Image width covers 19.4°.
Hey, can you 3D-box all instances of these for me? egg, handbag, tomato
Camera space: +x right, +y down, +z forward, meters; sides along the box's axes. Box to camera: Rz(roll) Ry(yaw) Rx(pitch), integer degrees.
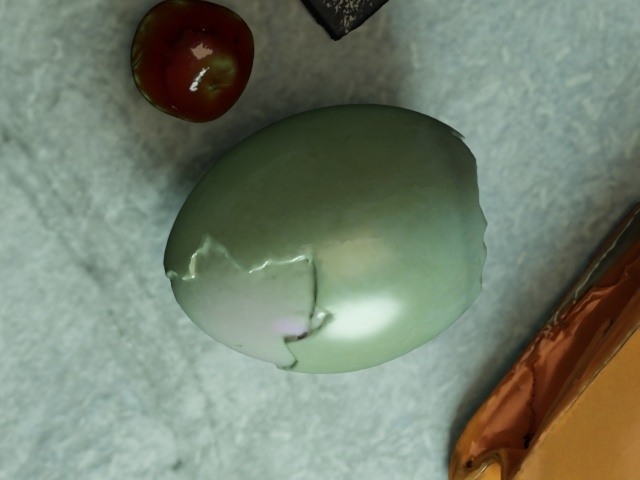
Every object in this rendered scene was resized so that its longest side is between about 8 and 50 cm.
[{"bbox_3d":[0.000,0.000,1.277,0.217,0.183,0.183,-7,106,-8],"label":"egg"},{"bbox_3d":[0.323,0.195,1.469,0.410,0.116,0.303,39,87,-23],"label":"handbag"},{"bbox_3d":[-0.086,-0.122,1.273,0.087,0.075,0.087,-6,109,-18],"label":"tomato"}]

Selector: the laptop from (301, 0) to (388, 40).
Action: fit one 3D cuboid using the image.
[{"bbox_3d":[0.004,-0.253,1.302,0.135,0.016,0.197,-40,113,-5],"label":"laptop"}]
